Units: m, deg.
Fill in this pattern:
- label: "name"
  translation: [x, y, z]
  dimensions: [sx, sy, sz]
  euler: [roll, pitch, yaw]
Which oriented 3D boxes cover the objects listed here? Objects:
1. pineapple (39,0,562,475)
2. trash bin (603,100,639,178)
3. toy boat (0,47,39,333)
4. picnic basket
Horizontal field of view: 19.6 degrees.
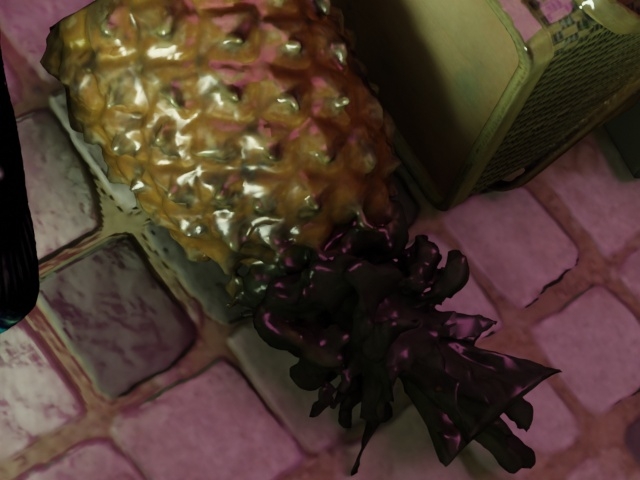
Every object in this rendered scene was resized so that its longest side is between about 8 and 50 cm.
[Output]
- label: "pineapple"
  translation: [0.000, 0.000, 0.975]
  dimensions: [0.169, 0.169, 0.340]
  euler: [-36, 96, -36]
- label: "trash bin"
  translation: [0.224, -0.231, 1.196]
  dimensions: [0.223, 0.158, 0.343]
  euler: [-18, 77, -29]
- label: "toy boat"
  translation: [-0.228, -0.083, 0.934]
  dimensions: [0.134, 0.092, 0.299]
  euler: [32, 36, -50]
- label: "picnic basket"
  translation: [0.102, -0.141, 1.014]
  dimensions: [0.139, 0.267, 0.165]
  euler: [-30, 77, -16]
